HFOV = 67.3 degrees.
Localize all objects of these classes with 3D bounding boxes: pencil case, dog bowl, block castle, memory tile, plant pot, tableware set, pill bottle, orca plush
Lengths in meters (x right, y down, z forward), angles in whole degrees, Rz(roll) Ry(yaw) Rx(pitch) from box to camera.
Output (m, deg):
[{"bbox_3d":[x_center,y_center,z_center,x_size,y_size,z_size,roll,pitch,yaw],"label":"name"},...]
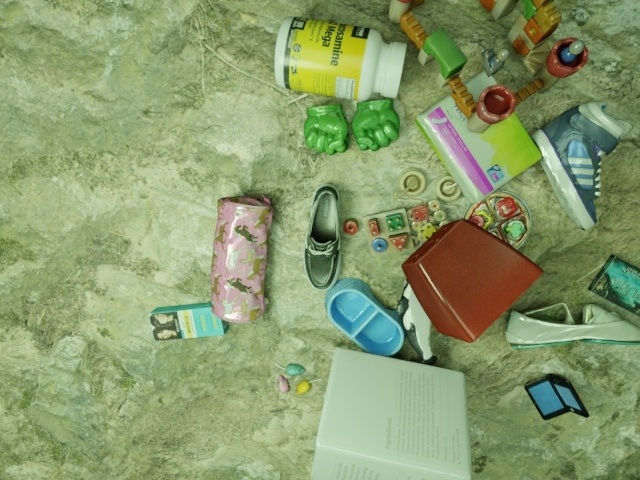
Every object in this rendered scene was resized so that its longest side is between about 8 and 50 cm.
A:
[{"bbox_3d":[-0.240,0.051,1.471,0.160,0.167,0.386,14,106,35],"label":"pencil case"},{"bbox_3d":[0.142,0.249,1.509,0.297,0.074,0.166,41,104,-2],"label":"dog bowl"},{"bbox_3d":[0.400,-0.525,1.176,0.303,0.213,0.453,-32,84,-4],"label":"block castle"},{"bbox_3d":[0.307,-0.052,1.440,0.148,0.012,0.113,-26,104,21],"label":"memory tile"},{"bbox_3d":[0.380,0.091,1.322,0.267,0.267,0.236,-43,90,-6],"label":"plant pot"},{"bbox_3d":[0.325,-0.161,1.417,0.194,0.039,0.128,8,103,5],"label":"tableware set"},{"bbox_3d":[0.056,-0.486,1.305,0.333,0.188,0.188,11,103,4],"label":"pill bottle"},{"bbox_3d":[0.301,0.236,1.483,0.151,0.102,0.287,-21,93,-16],"label":"orca plush"}]

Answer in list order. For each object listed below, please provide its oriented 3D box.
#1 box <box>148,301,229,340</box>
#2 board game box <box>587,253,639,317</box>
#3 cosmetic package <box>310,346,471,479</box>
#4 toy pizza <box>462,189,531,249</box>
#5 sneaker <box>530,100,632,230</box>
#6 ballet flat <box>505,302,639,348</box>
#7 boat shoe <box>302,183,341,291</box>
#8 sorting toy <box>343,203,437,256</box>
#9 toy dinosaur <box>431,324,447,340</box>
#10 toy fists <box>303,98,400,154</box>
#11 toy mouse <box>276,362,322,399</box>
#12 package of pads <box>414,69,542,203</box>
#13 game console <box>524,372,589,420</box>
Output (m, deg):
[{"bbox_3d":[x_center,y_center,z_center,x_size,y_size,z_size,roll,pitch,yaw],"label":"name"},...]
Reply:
[{"bbox_3d":[-0.434,0.266,1.589,0.244,0.060,0.101,-7,101,8],"label":"box"},{"bbox_3d":[0.908,0.139,1.416,0.186,0.026,0.126,28,103,1],"label":"board game box"},{"bbox_3d":[0.192,0.565,1.388,0.393,0.327,0.329,11,129,5],"label":"cosmetic package"},{"bbox_3d":[0.522,-0.048,1.421,0.201,0.032,0.201,1,102,6],"label":"toy pizza"},{"bbox_3d":[0.749,-0.214,1.307,0.236,0.130,0.323,-28,92,16],"label":"sneaker"},{"bbox_3d":[0.755,0.247,1.416,0.400,0.139,0.139,-3,101,8],"label":"ballet flat"},{"bbox_3d":[0.000,0.000,1.449,0.121,0.119,0.335,1,102,7],"label":"boat shoe"},{"bbox_3d":[0.211,-0.019,1.441,0.274,0.046,0.132,-11,109,15],"label":"sorting toy"},{"bbox_3d":[0.383,0.248,1.490,0.092,0.053,0.183,36,104,0],"label":"toy dinosaur"},{"bbox_3d":[0.088,-0.322,1.384,0.279,0.096,0.142,-4,102,6],"label":"toy fists"},{"bbox_3d":[-0.102,0.464,1.605,0.161,0.031,0.143,-41,95,13],"label":"toy mouse"},{"bbox_3d":[0.438,-0.285,1.326,0.229,0.101,0.296,-36,95,0],"label":"package of pads"},{"bbox_3d":[0.730,0.496,1.486,0.085,0.124,0.144,-34,97,-14],"label":"game console"}]
